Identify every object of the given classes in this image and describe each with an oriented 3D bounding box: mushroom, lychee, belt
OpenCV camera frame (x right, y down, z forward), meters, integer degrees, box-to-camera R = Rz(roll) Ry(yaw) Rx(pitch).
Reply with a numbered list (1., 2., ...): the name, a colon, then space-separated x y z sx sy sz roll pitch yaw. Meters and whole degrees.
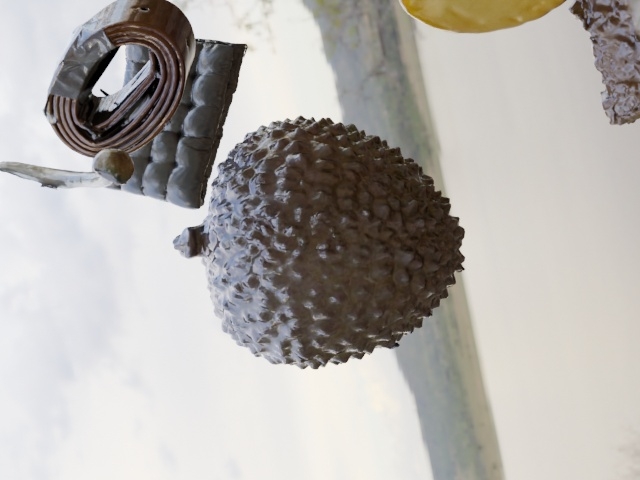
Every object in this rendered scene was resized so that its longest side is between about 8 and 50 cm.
1. mushroom: -0.294 -0.077 1.312 0.068 0.306 0.043 47 -117 -29
2. lychee: 0.000 0.000 1.678 0.380 0.431 0.381 178 90 -76
3. belt: -0.294 -0.238 1.680 0.184 0.261 0.105 35 -144 -24

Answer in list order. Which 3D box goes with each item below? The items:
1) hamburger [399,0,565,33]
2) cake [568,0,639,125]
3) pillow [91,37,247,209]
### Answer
1. hamburger: 0.189 -0.365 1.347 0.246 0.246 0.170 64 -158 -63
2. cake: 0.509 -0.315 1.497 0.282 0.290 0.256 -18 -88 -55
3. pillow: -0.287 -0.237 2.145 0.101 0.228 0.327 11 -87 -76
